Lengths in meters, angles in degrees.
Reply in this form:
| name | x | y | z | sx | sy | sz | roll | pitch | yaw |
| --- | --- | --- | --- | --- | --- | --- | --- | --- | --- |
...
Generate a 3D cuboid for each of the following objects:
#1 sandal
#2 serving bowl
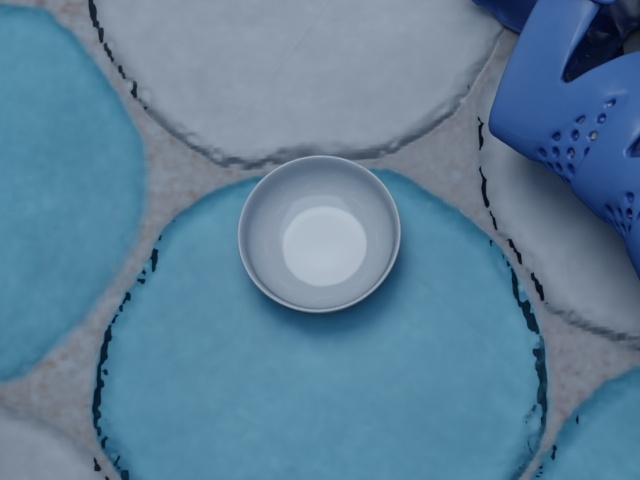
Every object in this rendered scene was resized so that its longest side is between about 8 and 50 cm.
| name | x | y | z | sx | sy | sz | roll | pitch | yaw |
| --- | --- | --- | --- | --- | --- | --- | --- | --- | --- |
| sandal | 0.147 | -0.066 | 0.956 | 0.138 | 0.126 | 0.317 | -11 | 64 | 4 |
| serving bowl | 0.000 | 0.000 | 0.985 | 0.083 | 0.027 | 0.083 | -1 | 72 | 3 |
